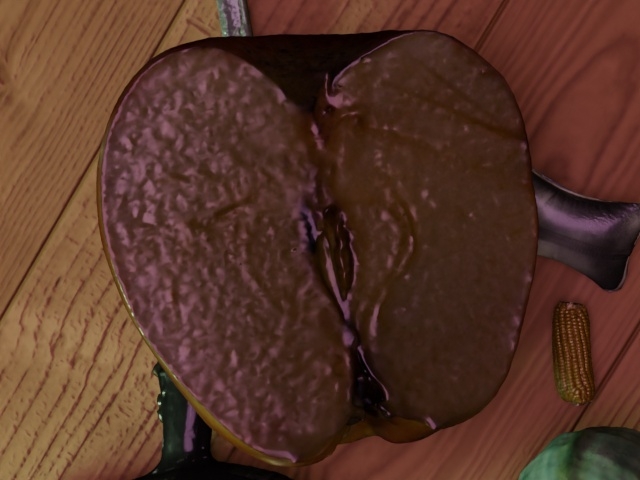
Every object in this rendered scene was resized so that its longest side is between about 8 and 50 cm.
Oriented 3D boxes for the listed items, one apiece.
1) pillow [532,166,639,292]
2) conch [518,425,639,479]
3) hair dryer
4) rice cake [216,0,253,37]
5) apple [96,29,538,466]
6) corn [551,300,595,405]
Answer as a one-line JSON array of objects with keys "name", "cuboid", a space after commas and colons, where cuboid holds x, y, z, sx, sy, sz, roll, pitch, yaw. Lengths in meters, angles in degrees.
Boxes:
[{"name": "pillow", "cuboid": [0.212, -0.011, 1.554, 0.135, 0.055, 0.091, 23, 98, 9]}, {"name": "conch", "cuboid": [0.264, 0.250, 1.509, 0.277, 0.195, 0.220, -38, 108, -14]}, {"name": "hair dryer", "cuboid": [-0.155, 0.139, 1.618, 0.303, 0.120, 0.360, -4, 82, 23]}, {"name": "rice cake", "cuboid": [-0.079, -0.213, 1.601, 0.029, 0.033, 0.171, -9, 92, 8]}, {"name": "apple", "cuboid": [0.000, 0.000, 1.479, 0.328, 0.295, 0.365, -11, 93, 32]}, {"name": "corn", "cuboid": [0.221, 0.098, 1.568, 0.037, 0.037, 0.092, -2, 93, 9]}]
